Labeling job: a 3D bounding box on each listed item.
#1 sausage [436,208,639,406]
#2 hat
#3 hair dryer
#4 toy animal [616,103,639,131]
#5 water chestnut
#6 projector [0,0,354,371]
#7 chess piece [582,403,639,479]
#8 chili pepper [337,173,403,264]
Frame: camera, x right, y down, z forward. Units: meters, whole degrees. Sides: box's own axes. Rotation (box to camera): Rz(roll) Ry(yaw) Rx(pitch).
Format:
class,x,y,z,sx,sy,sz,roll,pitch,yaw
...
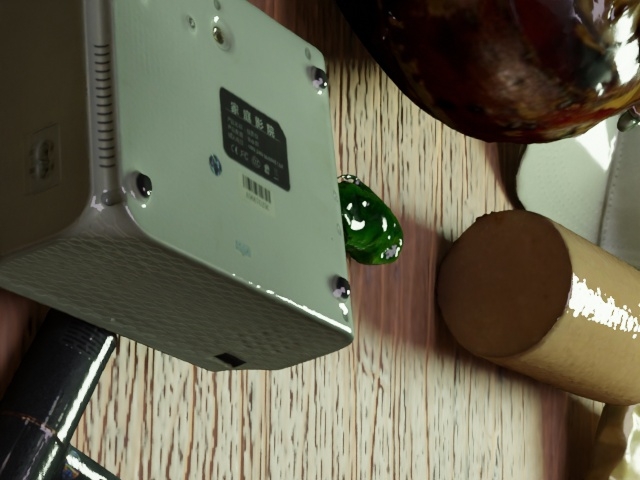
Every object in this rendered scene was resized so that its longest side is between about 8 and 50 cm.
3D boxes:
class,x,y,z,sx,sy,sz,roll,pitch,yaw
sausage,0.206,0.061,1.495,0.253,0.123,0.123,22,69,-53
hat,0.293,-0.098,1.599,0.301,0.168,0.257,33,56,-45
hair dryer,-0.135,0.163,1.062,0.195,0.050,0.173,59,45,-39
toy animal,0.236,-0.213,1.507,0.170,0.090,0.255,-27,66,-39
water chestnut,0.173,-0.230,1.292,0.335,0.347,0.335,-8,100,-48
projector,-0.083,-0.051,1.060,0.250,0.108,0.198,28,49,-51
chess piece,0.331,0.216,1.678,0.301,0.137,0.137,37,57,-44
chili pepper,-0.002,-0.006,1.264,0.182,0.050,0.073,-16,107,-53
